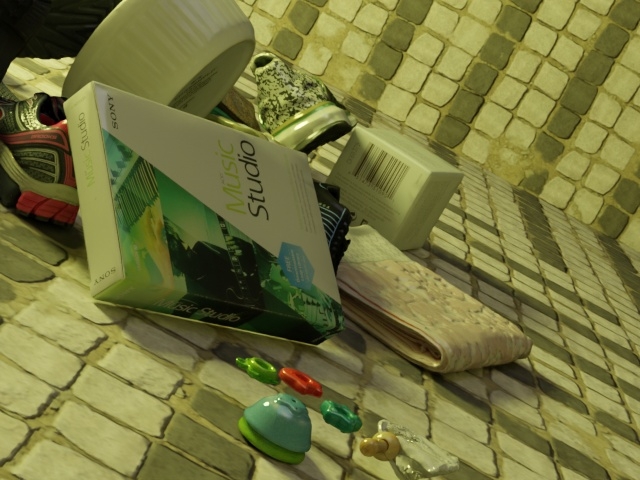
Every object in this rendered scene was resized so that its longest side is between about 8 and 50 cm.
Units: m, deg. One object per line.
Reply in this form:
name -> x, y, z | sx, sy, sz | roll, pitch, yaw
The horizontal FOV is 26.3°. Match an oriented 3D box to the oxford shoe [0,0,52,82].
oxford shoe -> -0.388, -0.197, 1.536 | 0.083, 0.227, 0.096 | 46, -18, -9

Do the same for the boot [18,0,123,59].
boot -> -0.494, -0.378, 1.849 | 0.367, 0.146, 0.445 | -15, 34, -29

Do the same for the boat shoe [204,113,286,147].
boat shoe -> -0.086, -0.107, 1.987 | 0.103, 0.113, 0.302 | 15, 17, -30

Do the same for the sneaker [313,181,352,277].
sneaker -> 0.000, 0.000, 1.687 | 0.091, 0.081, 0.232 | -4, 40, -9

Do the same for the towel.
towel -> 0.109, 0.073, 1.845 | 0.317, 0.053, 0.332 | 35, 15, 23

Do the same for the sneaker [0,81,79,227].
sneaker -> -0.326, -0.124, 1.542 | 0.121, 0.112, 0.299 | 17, 17, -42

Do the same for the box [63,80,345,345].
box -> -0.118, -0.023, 1.463 | 0.322, 0.058, 0.232 | 14, 53, -44

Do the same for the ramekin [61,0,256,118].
ramekin -> -0.202, -0.230, 1.806 | 0.127, 0.273, 0.273 | 44, 14, 5

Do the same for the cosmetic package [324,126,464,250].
cosmetic package -> 0.113, -0.083, 2.229 | 0.151, 0.151, 0.184 | 34, 14, 19

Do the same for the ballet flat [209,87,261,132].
ballet flat -> -0.197, -0.242, 2.098 | 0.316, 0.108, 0.106 | 47, 33, -49

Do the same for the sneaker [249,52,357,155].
sneaker -> -0.042, -0.232, 2.249 | 0.182, 0.158, 0.410 | 61, -1, -4

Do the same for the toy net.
toy net -> 0.023, 0.179, 1.275 | 0.232, 0.045, 0.122 | 24, 12, -28
